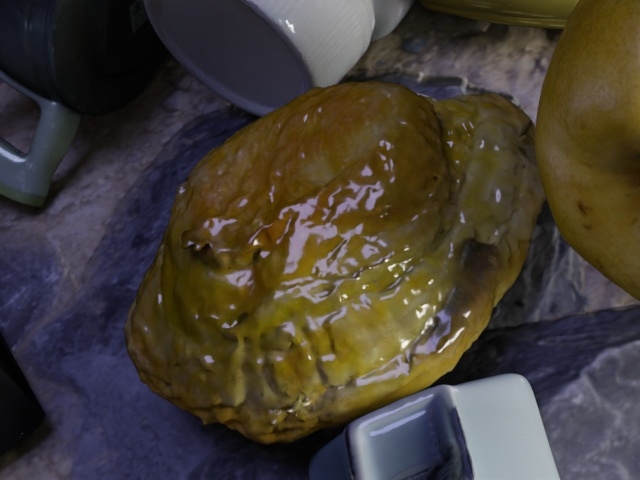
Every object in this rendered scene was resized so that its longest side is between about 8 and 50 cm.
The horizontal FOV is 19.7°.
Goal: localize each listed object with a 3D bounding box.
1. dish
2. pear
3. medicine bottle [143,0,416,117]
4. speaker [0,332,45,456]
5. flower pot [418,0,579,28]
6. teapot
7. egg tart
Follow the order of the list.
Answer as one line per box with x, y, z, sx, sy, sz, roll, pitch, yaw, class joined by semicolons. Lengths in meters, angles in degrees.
0.075;0.189;1.264;0.182;0.080;0.243;-23;41;9;dish
0.304;-0.086;1.243;0.314;0.314;0.314;-17;42;16;pear
0.021;-0.302;1.702;0.211;0.211;0.371;16;57;41;medicine bottle
-0.403;0.122;1.551;0.254;0.184;0.232;-38;40;-3;speaker
0.186;-0.270;1.599;0.179;0.195;0.195;23;63;30;flower pot
-0.272;-0.229;1.798;0.239;0.321;0.239;22;30;24;teapot
0.000;0.000;1.431;0.351;0.153;0.339;-11;39;23;egg tart
